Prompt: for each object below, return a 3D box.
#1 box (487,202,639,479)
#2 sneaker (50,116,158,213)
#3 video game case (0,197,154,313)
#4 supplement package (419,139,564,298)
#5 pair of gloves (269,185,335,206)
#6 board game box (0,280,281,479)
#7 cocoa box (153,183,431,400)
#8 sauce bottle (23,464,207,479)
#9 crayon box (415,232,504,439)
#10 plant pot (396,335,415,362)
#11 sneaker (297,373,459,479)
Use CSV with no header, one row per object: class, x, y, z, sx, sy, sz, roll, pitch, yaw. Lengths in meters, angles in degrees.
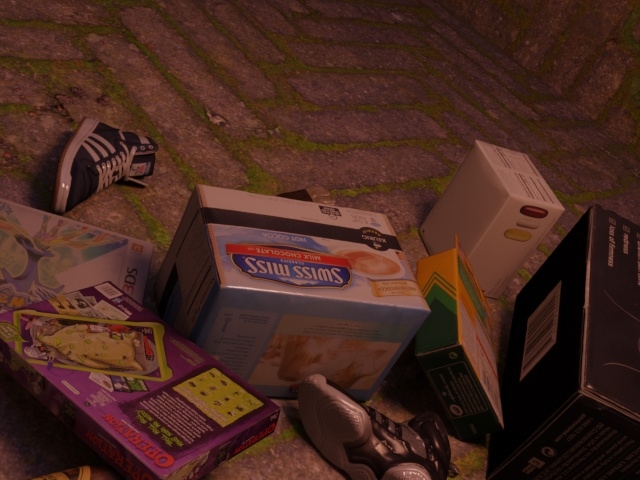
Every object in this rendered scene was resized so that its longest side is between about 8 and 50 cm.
box,0.586,0.265,1.324,0.471,0.297,0.480,27,41,0
sneaker,-0.381,-0.127,1.383,0.153,0.099,0.282,17,31,-13
video game case,-0.428,0.057,1.152,0.328,0.036,0.300,17,34,-16
supplement package,0.359,-0.043,1.661,0.145,0.262,0.204,12,36,-24
pair of gloves,-0.048,-0.028,1.472,0.204,0.042,0.240,-16,36,-17
board game box,-0.245,0.173,0.981,0.346,0.056,0.208,31,24,28
cocoa box,-0.052,0.090,1.201,0.347,0.231,0.228,9,38,-27
sauce bottle,-0.287,0.310,0.842,0.344,0.111,0.111,-3,43,-41
crayon box,0.243,0.161,1.365,0.203,0.083,0.323,61,22,-26
plant pot,0.135,0.141,1.397,0.134,0.095,0.134,19,34,-13
sneaker,0.091,0.290,1.160,0.268,0.101,0.153,44,35,13
